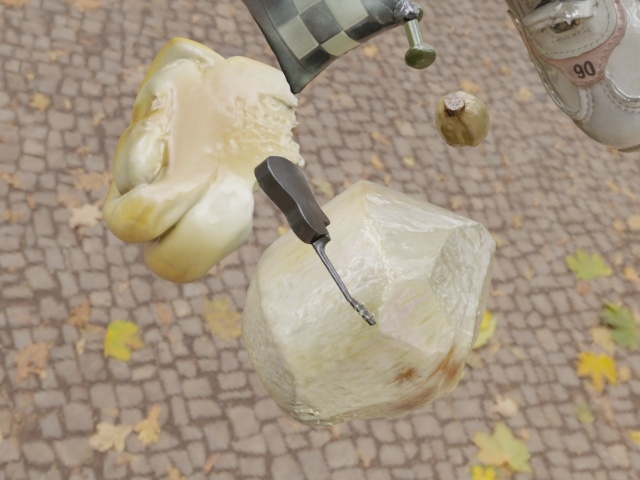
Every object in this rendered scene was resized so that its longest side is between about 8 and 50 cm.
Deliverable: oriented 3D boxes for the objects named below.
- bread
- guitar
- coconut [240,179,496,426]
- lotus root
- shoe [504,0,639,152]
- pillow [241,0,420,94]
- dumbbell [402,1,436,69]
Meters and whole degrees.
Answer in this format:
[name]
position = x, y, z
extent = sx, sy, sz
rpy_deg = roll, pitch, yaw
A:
[bread]
position = -0.200, -0.143, 1.711
extent = 0.245, 0.329, 0.424
rpy_deg = 43, 45, -35
[guitar]
position = 0.000, 0.000, 1.212
extent = 0.233, 0.025, 0.088
rpy_deg = 57, 20, 11
[coconut]
position = 0.088, 0.098, 1.599
extent = 0.345, 0.415, 0.415
rpy_deg = 57, 41, -11
[lotus root]
position = 0.191, -0.161, 1.391
extent = 0.073, 0.150, 0.062
rpy_deg = -4, 74, 13
[shoe]
position = 0.206, -0.241, 0.896
extent = 0.198, 0.172, 0.351
rpy_deg = -10, 80, -42
[pillow]
position = 0.010, -0.353, 1.549
extent = 0.186, 0.250, 0.106
rpy_deg = 62, 32, -4
[dumbbell]
position = 0.150, -0.330, 1.663
extent = 0.052, 0.046, 0.118
rpy_deg = 9, 53, -29
